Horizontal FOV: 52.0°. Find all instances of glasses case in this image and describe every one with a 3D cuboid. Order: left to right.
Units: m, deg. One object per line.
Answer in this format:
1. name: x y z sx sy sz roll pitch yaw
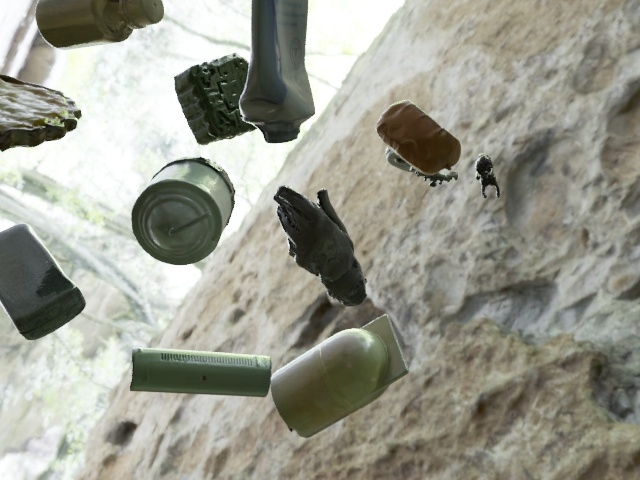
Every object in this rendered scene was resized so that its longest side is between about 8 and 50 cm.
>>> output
1. glasses case: -0.583 0.073 1.301 0.131 0.074 0.323 -35 -136 -21

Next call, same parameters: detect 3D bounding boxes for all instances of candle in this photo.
1. candle: -0.325 -0.068 1.551 0.221 0.221 0.342 -57 -171 17

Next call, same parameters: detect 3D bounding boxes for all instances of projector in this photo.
1. projector: -0.292 0.322 1.603 0.108 0.338 0.108 -173 -90 -72

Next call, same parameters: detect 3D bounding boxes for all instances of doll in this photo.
1. doll: 0.516 -0.216 2.046 0.057 0.139 0.165 -14 -130 20

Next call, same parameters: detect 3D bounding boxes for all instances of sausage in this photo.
1. sausage: 0.256 -0.263 1.701 0.241 0.120 0.136 41 -85 25

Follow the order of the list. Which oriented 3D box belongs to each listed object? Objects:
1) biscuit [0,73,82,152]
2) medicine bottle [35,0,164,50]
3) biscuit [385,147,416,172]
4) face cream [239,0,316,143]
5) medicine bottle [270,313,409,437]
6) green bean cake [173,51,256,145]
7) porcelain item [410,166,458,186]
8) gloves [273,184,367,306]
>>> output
1. biscuit: -0.633 -0.248 1.258 0.335 0.330 0.078 -118 -142 -57
2. medicine bottle: -0.412 -0.428 1.239 0.253 0.114 0.114 2 -120 27
3. biscuit: 0.292 -0.261 2.041 0.208 0.181 0.049 131 -25 -67
4. face cream: -0.075 -0.384 1.179 0.235 0.137 0.419 -39 133 -64
5. medicine bottle: 0.071 0.409 2.010 0.406 0.235 0.235 -34 -151 17
6. green bean cake: -0.259 -0.383 1.755 0.125 0.222 0.227 -15 -167 46
7. porcelain item: 0.323 -0.178 1.876 0.075 0.136 0.021 81 25 -57
8. gloves: 0.006 0.004 1.317 0.142 0.285 0.119 -41 -174 -10
